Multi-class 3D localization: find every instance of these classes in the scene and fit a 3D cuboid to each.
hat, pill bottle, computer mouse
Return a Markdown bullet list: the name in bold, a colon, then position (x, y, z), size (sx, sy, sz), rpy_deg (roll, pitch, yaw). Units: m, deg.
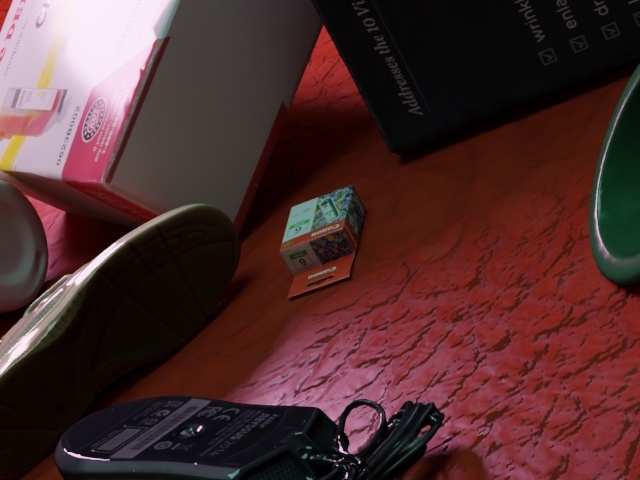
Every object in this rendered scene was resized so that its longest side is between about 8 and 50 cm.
- **hat**: position (0.312, -0.049, 1.095), size (0.173, 0.183, 0.209), rpy_deg (-139, 65, -74)
- **pill bottle**: position (-0.413, 0.027, 1.612), size (0.245, 0.136, 0.136), rpy_deg (-14, 29, 32)
- **computer mouse**: position (-0.065, 0.163, 1.043), size (0.272, 0.072, 0.188), rpy_deg (1, 21, 39)

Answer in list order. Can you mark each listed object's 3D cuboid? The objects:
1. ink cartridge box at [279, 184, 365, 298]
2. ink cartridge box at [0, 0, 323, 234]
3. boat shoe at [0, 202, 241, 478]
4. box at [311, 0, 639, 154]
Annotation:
- **ink cartridge box**: position (0.000, 0.000, 1.338), size (0.063, 0.029, 0.115), rpy_deg (-20, 26, 19)
- **ink cartridge box**: position (-0.193, -0.163, 1.577), size (0.384, 0.160, 0.279), rpy_deg (10, 78, 56)
- **boat shoe**: position (-0.199, 0.073, 1.330), size (0.302, 0.109, 0.098), rpy_deg (-44, 29, -17)
- **box**: position (0.182, -0.405, 1.371), size (0.471, 0.480, 0.297), rpy_deg (-21, 24, 18)
